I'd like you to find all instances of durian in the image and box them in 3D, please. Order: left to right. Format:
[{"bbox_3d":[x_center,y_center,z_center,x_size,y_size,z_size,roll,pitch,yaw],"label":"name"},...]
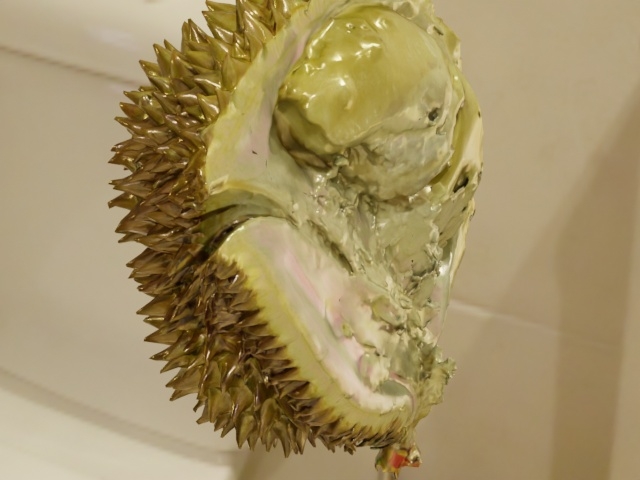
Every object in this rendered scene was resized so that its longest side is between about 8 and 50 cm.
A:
[{"bbox_3d":[0.000,0.000,0.431,0.102,0.208,0.146,11,48,34],"label":"durian"}]
